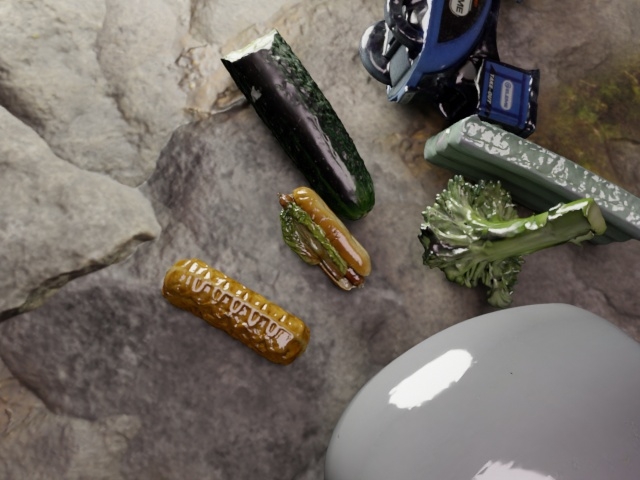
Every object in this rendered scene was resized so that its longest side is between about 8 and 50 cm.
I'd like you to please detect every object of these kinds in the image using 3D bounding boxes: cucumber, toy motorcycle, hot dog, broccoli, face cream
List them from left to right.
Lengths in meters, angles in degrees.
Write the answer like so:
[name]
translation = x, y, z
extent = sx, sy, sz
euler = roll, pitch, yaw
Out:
[cucumber]
translation = -0.016, -0.125, 0.775
extent = 0.074, 0.074, 0.241
euler = -32, 80, -18
[hot dog]
translation = 0.000, 0.000, 0.742
extent = 0.133, 0.056, 0.041
euler = 50, 41, 9
[toy motorcycle]
translation = 0.171, -0.290, 0.844
extent = 0.212, 0.125, 0.359
euler = 16, 71, -12
[face cream]
translation = 0.143, 0.235, 0.593
extent = 0.357, 0.219, 0.312
euler = -33, 79, -18
[broccoli]
translation = 0.189, -0.007, 0.701
extent = 0.118, 0.204, 0.123
euler = 27, 73, -25

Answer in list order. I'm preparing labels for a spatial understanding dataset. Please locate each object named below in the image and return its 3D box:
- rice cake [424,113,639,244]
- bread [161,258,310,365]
[rice cake]
translation = 0.231, -0.062, 0.767
extent = 0.237, 0.127, 0.043
euler = 27, 82, -5
[bread]
translation = -0.083, 0.069, 0.708
extent = 0.157, 0.044, 0.052
euler = 30, 72, 2
